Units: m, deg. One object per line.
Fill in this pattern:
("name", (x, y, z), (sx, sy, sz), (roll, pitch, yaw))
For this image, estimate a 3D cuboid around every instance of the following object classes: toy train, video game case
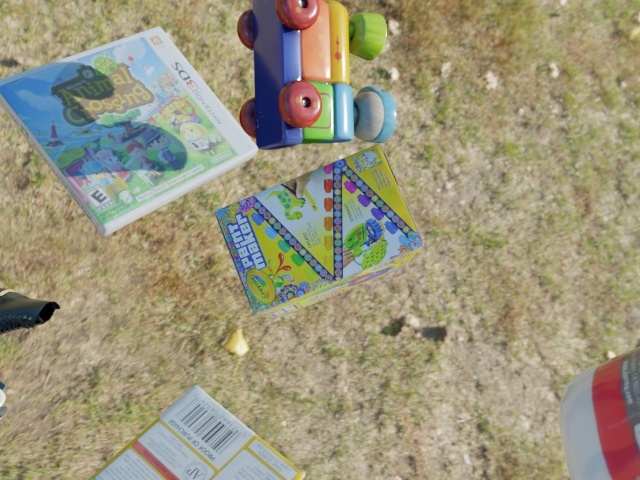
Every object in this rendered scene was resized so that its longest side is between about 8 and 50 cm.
("toy train", (0.002, -0.212, 0.679), (0.143, 0.105, 0.248), (-2, 91, -31))
("video game case", (-0.202, -0.128, 0.757), (0.212, 0.023, 0.193), (-34, 82, -37))

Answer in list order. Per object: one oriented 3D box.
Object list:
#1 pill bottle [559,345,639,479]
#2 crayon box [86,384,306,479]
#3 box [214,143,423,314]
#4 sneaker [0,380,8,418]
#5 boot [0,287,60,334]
("pill bottle", (0.303, 0.090, 0.347), (0.176, 0.318, 0.176), (35, 37, -32))
("crayon box", (-0.196, 0.350, 0.835), (0.203, 0.083, 0.323), (31, 53, 29))
("box", (0.000, 0.000, 1.191), (0.279, 0.290, 0.177), (-22, 82, -1))
("sneaker", (-0.512, 0.273, 1.001), (0.094, 0.235, 0.153), (30, 44, 13))
("boot", (-0.619, 0.164, 1.357), (0.137, 0.077, 0.198), (8, 38, 17))
